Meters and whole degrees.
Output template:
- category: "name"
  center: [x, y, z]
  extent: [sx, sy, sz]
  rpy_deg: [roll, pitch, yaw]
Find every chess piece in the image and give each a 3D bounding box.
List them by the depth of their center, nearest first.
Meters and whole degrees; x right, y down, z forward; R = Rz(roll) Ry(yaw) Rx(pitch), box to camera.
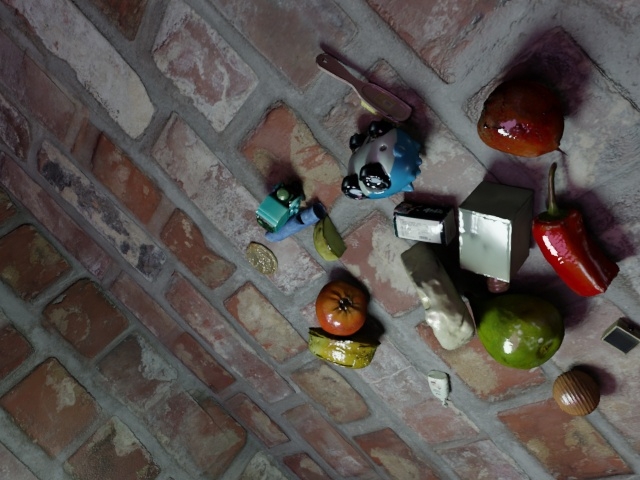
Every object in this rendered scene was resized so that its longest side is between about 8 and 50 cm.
- category: "chess piece"
  center: [0.507, 0.086, 1.763]
  extent: [0.066, 0.066, 0.122]
  rpy_deg: [3, 121, 38]

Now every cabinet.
- category: "cabinet"
  center: [0.468, -0.025, 1.625]
  extent: [0.145, 0.150, 0.206]
  rpy_deg: [18, 134, 33]

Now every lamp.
- category: "lamp"
  center: [0.763, 0.455, 1.819]
  extent: [0.136, 0.136, 0.136]
  rpy_deg: [22, 136, 23]

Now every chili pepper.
- category: "chili pepper"
  center: [0.604, -0.016, 1.536]
  extent: [0.338, 0.134, 0.131]
  rpy_deg: [51, 153, -12]

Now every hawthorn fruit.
- category: "hawthorn fruit"
  center: [0.481, -0.268, 1.404]
  extent: [0.235, 0.181, 0.181]
  rpy_deg: [27, 141, -9]
- category: "hawthorn fruit"
  center: [0.067, 0.255, 2.182]
  extent: [0.197, 0.196, 0.225]
  rpy_deg: [37, 154, 8]

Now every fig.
- category: "fig"
  center: [0.568, 0.234, 1.769]
  extent: [0.233, 0.314, 0.233]
  rpy_deg: [-1, 115, -2]

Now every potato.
- category: "potato"
  center: [0.000, 0.000, 2.089]
  extent: [0.120, 0.081, 0.149]
  rpy_deg: [-12, 116, 43]

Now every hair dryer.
- category: "hair dryer"
  center: [-0.090, -0.172, 2.063]
  extent: [0.083, 0.031, 0.079]
  rpy_deg: [18, 145, 46]

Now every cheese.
- category: "cheese"
  center: [0.343, 0.159, 1.785]
  extent: [0.115, 0.318, 0.326]
  rpy_deg: [-30, 80, 10]

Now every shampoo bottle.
- category: "shampoo bottle"
  center: [0.440, 0.547, 2.234]
  extent: [0.077, 0.045, 0.151]
  rpy_deg: [6, 129, 35]

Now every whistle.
- category: "whistle"
  center: [-0.092, -0.054, 2.132]
  extent: [0.062, 0.062, 0.304]
  rpy_deg: [52, 140, -11]

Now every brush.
- category: "brush"
  center: [0.109, -0.403, 1.661]
  extent: [0.313, 0.072, 0.067]
  rpy_deg: [37, 154, 9]

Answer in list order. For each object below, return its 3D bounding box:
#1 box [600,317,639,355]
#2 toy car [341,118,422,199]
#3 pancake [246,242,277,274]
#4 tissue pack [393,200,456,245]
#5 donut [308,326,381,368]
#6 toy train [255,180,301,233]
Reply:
- category: "box"
  center: [0.829, 0.263, 1.670]
  extent: [0.079, 0.035, 0.083]
  rpy_deg: [33, 140, 12]
- category: "toy car"
  center: [0.179, -0.206, 1.685]
  extent: [0.190, 0.188, 0.255]
  rpy_deg: [16, 163, -21]
- category: "pancake"
  center: [-0.230, 0.073, 2.386]
  extent: [0.152, 0.025, 0.151]
  rpy_deg: [23, 137, 23]
- category: "tissue pack"
  center: [0.302, -0.051, 1.787]
  extent: [0.170, 0.090, 0.103]
  rpy_deg: [10, 129, 31]
- category: "donut"
  center: [0.078, 0.391, 2.234]
  extent: [0.272, 0.272, 0.107]
  rpy_deg: [13, 91, 31]
- category: "toy train"
  center: [-0.142, -0.107, 2.039]
  extent: [0.107, 0.154, 0.198]
  rpy_deg: [38, 168, 4]
